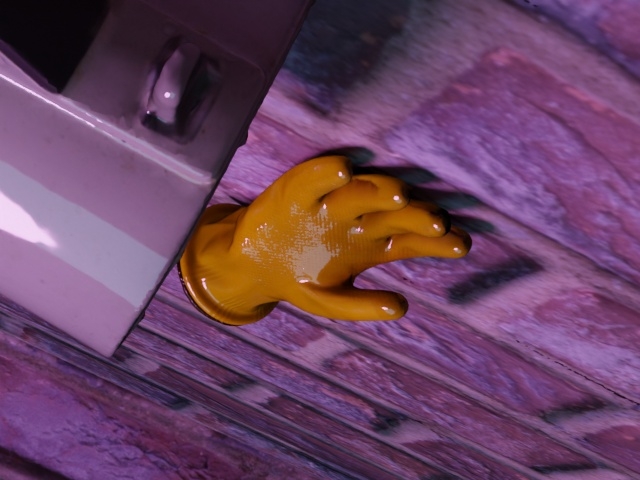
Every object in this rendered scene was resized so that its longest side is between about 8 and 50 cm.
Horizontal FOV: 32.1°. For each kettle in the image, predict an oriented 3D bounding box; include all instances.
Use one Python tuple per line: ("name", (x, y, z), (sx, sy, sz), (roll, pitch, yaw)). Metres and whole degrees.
("kettle", (-0.210, -0.132, 0.558), (0.377, 0.250, 0.361), (29, 175, -8))

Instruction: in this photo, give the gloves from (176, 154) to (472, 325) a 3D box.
("gloves", (-0.001, -0.001, 0.943), (0.133, 0.116, 0.294), (26, 156, -30))
